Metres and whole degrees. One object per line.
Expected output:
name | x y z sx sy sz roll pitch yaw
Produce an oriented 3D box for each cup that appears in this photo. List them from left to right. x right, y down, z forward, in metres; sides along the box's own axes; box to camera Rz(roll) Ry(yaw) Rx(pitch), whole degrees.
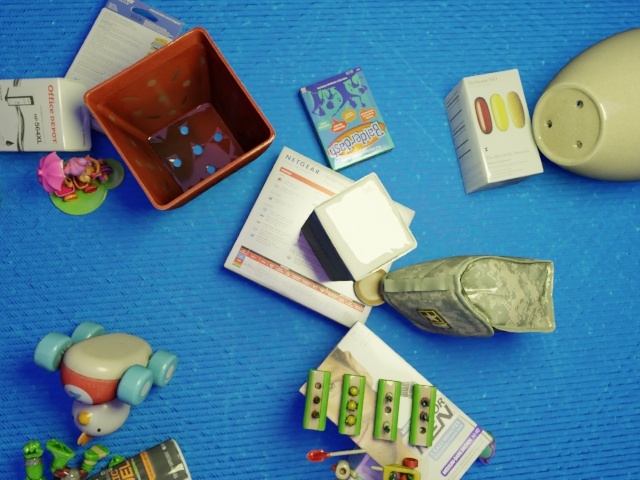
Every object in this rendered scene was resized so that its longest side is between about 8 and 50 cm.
cup | 0.598 -0.267 1.089 0.236 0.331 0.332 -17 86 -25

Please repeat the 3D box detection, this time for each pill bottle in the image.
pill bottle | -0.386 0.507 1.010 0.245 0.130 0.131 -20 86 -27

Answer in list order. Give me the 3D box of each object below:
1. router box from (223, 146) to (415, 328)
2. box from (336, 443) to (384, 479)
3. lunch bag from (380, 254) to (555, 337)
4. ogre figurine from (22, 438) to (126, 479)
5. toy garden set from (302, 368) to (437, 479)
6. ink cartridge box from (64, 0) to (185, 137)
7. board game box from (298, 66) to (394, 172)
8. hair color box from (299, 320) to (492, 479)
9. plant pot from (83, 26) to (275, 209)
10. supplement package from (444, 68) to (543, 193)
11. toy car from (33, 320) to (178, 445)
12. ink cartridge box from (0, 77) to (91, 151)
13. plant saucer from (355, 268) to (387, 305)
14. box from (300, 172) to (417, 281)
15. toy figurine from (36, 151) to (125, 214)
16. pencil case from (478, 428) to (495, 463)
router box | 0.000 0.000 1.158 0.335 0.082 0.301 27 82 -2
box | 0.136 0.475 1.111 0.114 0.103 0.203 34 82 0
lunch bag | 0.295 0.110 1.051 0.286 0.235 0.169 6 82 -30
ogre figurine | -0.518 0.481 1.049 0.197 0.096 0.118 27 86 -47
toy garden set | 0.086 0.359 0.945 0.244 0.049 0.204 6 82 5
ink cartridge box | -0.453 -0.391 1.166 0.185 0.065 0.311 25 85 -1
board game box | 0.060 -0.283 1.211 0.160 0.047 0.211 -23 87 -7
hair color box | 0.143 0.340 1.024 0.338 0.110 0.185 40 84 10
plant pot | -0.273 -0.223 1.079 0.267 0.236 0.267 -34 88 -7
supplement package | 0.397 -0.250 1.195 0.138 0.134 0.244 -12 85 -7
toy car | -0.447 0.319 1.035 0.219 0.210 0.238 19 95 7
ink cartridge box | -0.602 -0.263 1.082 0.202 0.086 0.149 2 101 14
plant saucer | 0.114 0.099 1.109 0.083 0.015 0.084 1 85 -8
box | 0.057 -0.010 0.965 0.121 0.311 0.148 -30 88 -8
toy figurine | -0.519 -0.138 1.085 0.173 0.159 0.130 -23 87 -8
pencil case | 0.314 0.443 1.151 0.151 0.064 0.070 19 67 -3
